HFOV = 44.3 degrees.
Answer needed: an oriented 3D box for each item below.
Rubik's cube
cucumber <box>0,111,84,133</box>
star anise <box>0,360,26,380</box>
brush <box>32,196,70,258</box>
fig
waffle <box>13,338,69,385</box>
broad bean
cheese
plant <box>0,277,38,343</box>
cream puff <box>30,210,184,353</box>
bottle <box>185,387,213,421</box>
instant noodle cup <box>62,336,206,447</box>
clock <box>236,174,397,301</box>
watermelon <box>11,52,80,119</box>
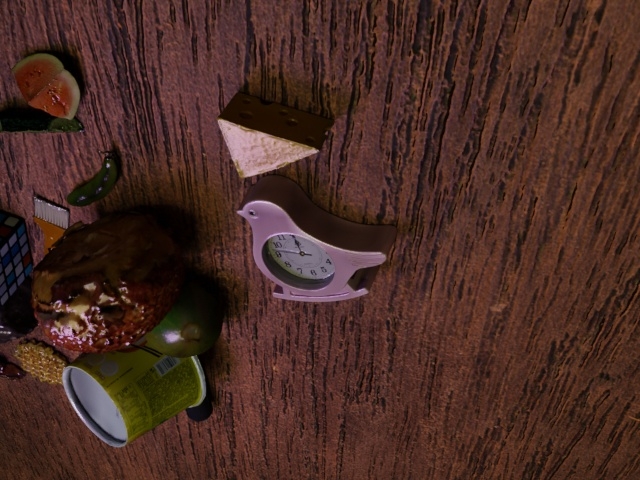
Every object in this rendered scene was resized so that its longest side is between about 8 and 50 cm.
[{"bbox_3d":[-0.816,0.038,1.857,0.182,0.184,0.187,20,136,6],"label":"Rubik's cube"},{"bbox_3d":[-0.585,-0.233,1.567,0.220,0.070,0.046,2,104,21],"label":"cucumber"},{"bbox_3d":[-0.991,0.409,2.351,0.158,0.144,0.140,8,144,16],"label":"star anise"},{"bbox_3d":[-0.644,0.013,1.876,0.090,0.017,0.314,24,139,1],"label":"brush"},{"bbox_3d":[-0.303,0.182,1.754,0.181,0.181,0.191,42,178,-18],"label":"fig"},{"bbox_3d":[-0.806,0.355,2.280,0.191,0.038,0.191,13,137,12],"label":"waffle"},{"bbox_3d":[-0.469,-0.122,1.640,0.069,0.039,0.227,32,137,-17],"label":"broad bean"},{"bbox_3d":[-0.067,-0.182,1.347,0.171,0.093,0.126,2,131,23],"label":"cheese"},{"bbox_3d":[-0.842,0.178,2.012,0.234,0.204,0.178,-7,121,25],"label":"plant"},{"bbox_3d":[-0.429,0.098,1.618,0.351,0.350,0.228,-4,122,29],"label":"cream puff"},{"bbox_3d":[-0.336,0.380,2.055,0.082,0.072,0.244,49,156,42],"label":"bottle"},{"bbox_3d":[-0.463,0.338,1.900,0.311,0.221,0.311,24,131,31],"label":"instant noodle cup"},{"bbox_3d":[0.000,0.000,1.511,0.290,0.080,0.275,-3,132,27],"label":"clock"},{"bbox_3d":[-0.522,-0.284,1.461,0.135,0.094,0.125,23,146,8],"label":"watermelon"}]
